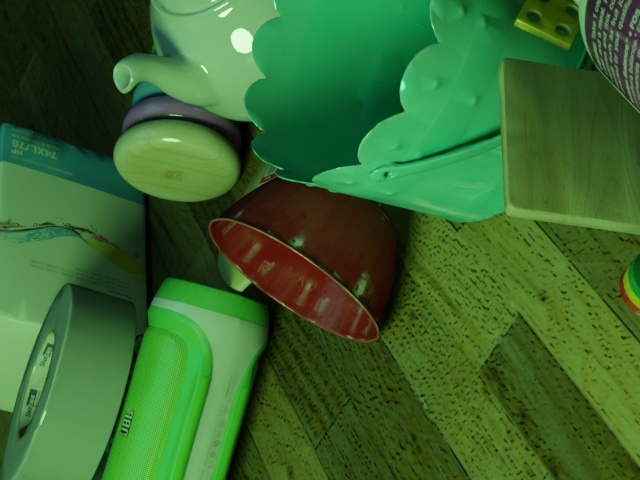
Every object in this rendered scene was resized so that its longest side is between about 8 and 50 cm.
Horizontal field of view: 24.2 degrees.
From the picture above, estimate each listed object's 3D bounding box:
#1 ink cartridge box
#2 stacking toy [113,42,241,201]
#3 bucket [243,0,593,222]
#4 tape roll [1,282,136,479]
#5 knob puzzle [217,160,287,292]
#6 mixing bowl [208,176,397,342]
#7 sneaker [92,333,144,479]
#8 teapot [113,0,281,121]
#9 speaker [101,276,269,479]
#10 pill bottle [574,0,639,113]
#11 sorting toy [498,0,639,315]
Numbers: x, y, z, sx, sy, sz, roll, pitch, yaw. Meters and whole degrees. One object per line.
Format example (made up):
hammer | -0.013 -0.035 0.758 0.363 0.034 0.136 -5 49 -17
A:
ink cartridge box | -0.336 0.044 1.779 0.198 0.197 0.270 -41 43 39
stacking toy | -0.143 -0.215 1.695 0.141 0.141 0.330 -29 46 47
bucket | 0.084 -0.154 1.258 0.281 0.183 0.281 -31 50 46
tape roll | -0.260 0.157 1.540 0.219 0.072 0.219 -161 90 -74
knob puzzle | -0.038 -0.026 1.492 0.213 0.030 0.213 -42 25 25
mixing bowl | 0.000 0.000 1.341 0.181 0.181 0.098 5 56 57
sneaker | -0.197 0.207 1.586 0.163 0.086 0.226 -41 41 43
teapot | -0.078 -0.261 1.503 0.252 0.187 0.256 -27 48 18
speaker | -0.142 0.192 1.473 0.131 0.131 0.296 6 79 58
pill bottle | 0.272 -0.138 0.973 0.169 0.169 0.301 -56 35 22
sorting toy | 0.193 -0.068 1.106 0.046 0.132 0.274 114 161 -58
